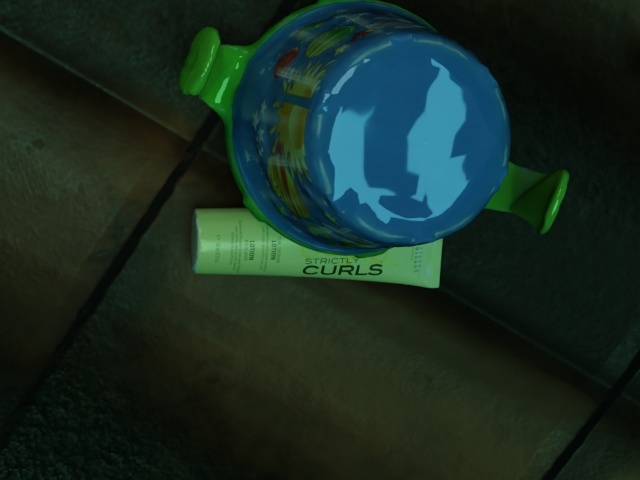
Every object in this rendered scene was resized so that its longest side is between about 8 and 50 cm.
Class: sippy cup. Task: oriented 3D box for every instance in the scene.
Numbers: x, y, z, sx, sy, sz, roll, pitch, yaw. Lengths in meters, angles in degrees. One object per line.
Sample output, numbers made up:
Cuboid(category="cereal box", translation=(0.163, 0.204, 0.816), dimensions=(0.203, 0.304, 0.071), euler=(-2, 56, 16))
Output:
Cuboid(category="sippy cup", translation=(0.049, -0.090, 1.235), dimensions=(0.305, 0.224, 0.240), euler=(-15, 100, -10))

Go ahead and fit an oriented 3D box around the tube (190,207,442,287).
Cuboid(category="tube", translation=(0.000, 0.000, 1.377), dimensions=(0.240, 0.062, 0.070), euler=(1, 149, -12))
